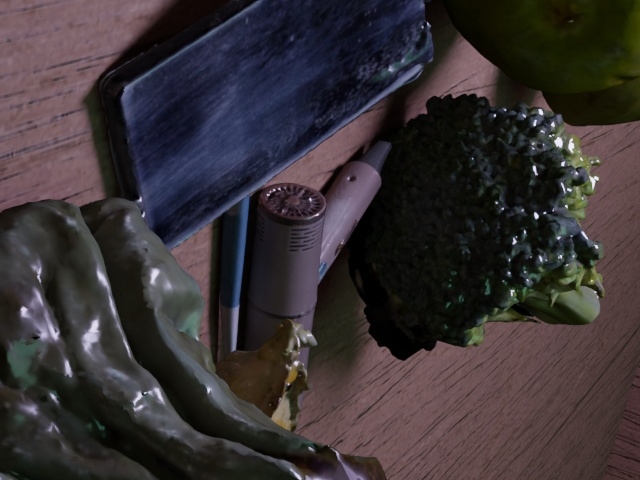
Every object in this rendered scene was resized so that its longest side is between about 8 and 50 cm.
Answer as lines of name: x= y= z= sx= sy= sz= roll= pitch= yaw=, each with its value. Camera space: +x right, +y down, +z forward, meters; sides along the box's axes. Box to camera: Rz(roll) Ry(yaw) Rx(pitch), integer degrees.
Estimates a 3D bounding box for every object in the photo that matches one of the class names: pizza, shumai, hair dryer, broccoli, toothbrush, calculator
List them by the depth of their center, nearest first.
shumai: x=-0.103 y=0.155 z=0.864 sx=0.304 sy=0.263 sz=0.309 roll=-37 pitch=142 yaw=-59
calculator: x=-0.024 y=-0.106 z=1.046 sx=0.262 sy=0.021 sz=0.161 roll=-36 pitch=145 yaw=-26
toothbrush: x=-0.066 y=0.029 z=1.191 sx=0.025 sy=0.019 sz=0.275 roll=-36 pitch=143 yaw=-44
pizza: x=-0.075 y=0.174 z=1.210 sx=0.287 sy=0.075 sz=0.280 roll=-67 pitch=165 yaw=16
hair dryer: x=0.000 y=0.009 z=1.317 sx=0.220 sy=0.054 sz=0.195 roll=-54 pitch=156 yaw=-53
broccoli: x=0.145 y=0.006 z=1.417 sx=0.247 sy=0.263 sz=0.243 roll=-51 pitch=131 yaw=4

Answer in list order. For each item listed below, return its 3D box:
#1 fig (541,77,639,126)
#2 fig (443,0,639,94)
fig: x=0.314 y=-0.215 z=1.673 sx=0.207 sy=0.207 sz=0.230 roll=-7 pitch=120 yaw=-68
fig: x=0.235 y=-0.253 z=1.394 sx=0.314 sy=0.233 sz=0.233 roll=-38 pitch=143 yaw=-46
